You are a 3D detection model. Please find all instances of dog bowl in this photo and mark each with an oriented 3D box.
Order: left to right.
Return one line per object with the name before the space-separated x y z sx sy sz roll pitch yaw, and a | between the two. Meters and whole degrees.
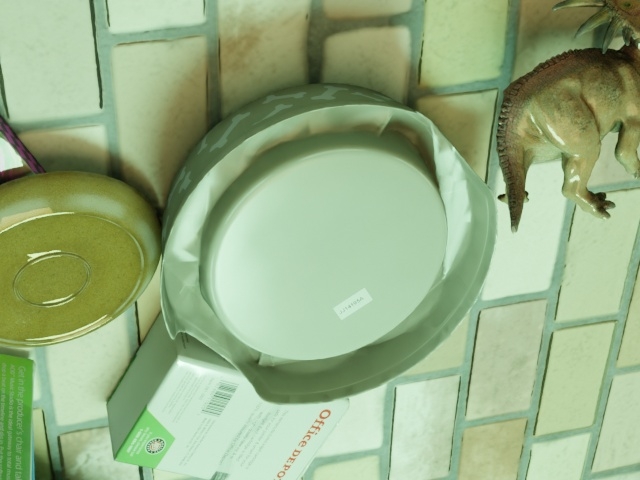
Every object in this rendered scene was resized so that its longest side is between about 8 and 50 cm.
dog bowl | 0.000 0.000 1.181 0.349 0.102 0.349 -10 125 -14

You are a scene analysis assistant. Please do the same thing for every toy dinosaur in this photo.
toy dinosaur | 0.241 -0.141 1.117 0.296 0.127 0.200 -37 131 -22

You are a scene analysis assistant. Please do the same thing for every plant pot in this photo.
plant pot | -0.264 0.031 1.146 0.236 0.032 0.236 -16 141 -13

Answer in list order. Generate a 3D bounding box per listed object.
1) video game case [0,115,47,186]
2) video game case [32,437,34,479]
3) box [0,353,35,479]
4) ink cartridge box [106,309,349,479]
video game case | -0.392 -0.077 1.047 0.210 0.042 0.232 -29 129 3
video game case | -0.388 0.223 1.238 0.166 0.119 0.015 0 163 -18
box | -0.435 0.194 1.116 0.322 0.232 0.058 14 135 -26
ink cartridge box | -0.103 0.183 1.306 0.219 0.092 0.160 19 118 -29
